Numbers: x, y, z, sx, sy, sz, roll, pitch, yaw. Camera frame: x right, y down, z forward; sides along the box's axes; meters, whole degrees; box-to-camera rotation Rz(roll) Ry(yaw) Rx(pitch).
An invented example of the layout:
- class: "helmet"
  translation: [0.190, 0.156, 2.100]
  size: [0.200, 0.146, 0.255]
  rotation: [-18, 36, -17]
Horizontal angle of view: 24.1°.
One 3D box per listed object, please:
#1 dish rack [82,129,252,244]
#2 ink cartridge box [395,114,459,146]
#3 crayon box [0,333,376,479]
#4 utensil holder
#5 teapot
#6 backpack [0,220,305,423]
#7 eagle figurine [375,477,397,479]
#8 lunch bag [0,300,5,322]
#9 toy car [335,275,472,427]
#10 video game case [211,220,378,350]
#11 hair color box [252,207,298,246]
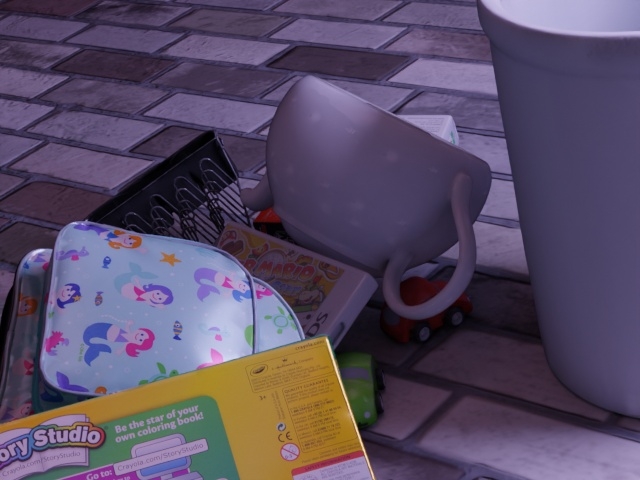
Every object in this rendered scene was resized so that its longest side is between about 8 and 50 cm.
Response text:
- class: "dish rack"
  translation: [-0.169, 0.004, 1.698]
  size: [0.208, 0.074, 0.271]
  rotation: [-36, 28, 9]
- class: "ink cartridge box"
  translation: [0.054, -0.064, 1.851]
  size: [0.181, 0.056, 0.224]
  rotation: [3, 50, 27]
- class: "crayon box"
  translation: [-0.101, 0.184, 1.007]
  size: [0.278, 0.081, 0.165]
  rotation: [-15, 61, -8]
- class: "utensil holder"
  translation: [0.328, -0.074, 1.372]
  size: [0.327, 0.385, 0.327]
  rotation: [-9, 27, 5]
- class: "teapot"
  translation: [0.044, -0.042, 1.546]
  size: [0.252, 0.187, 0.256]
  rotation: [26, 5, 1]
- class: "backpack"
  translation: [-0.133, 0.112, 1.211]
  size: [0.253, 0.191, 0.225]
  rotation: [14, 45, -15]
- class: "eagle figurine"
  translation: [-0.046, 0.285, 1.075]
  size: [0.298, 0.226, 0.225]
  rotation: [1, 10, 34]
- class: "lunch bag"
  translation: [-0.299, 0.171, 1.401]
  size: [0.287, 0.169, 0.235]
  rotation: [10, 37, 35]
- class: "toy car"
  translation: [0.034, 0.107, 1.510]
  size: [0.239, 0.053, 0.225]
  rotation: [-8, 28, 8]
- class: "video game case"
  translation: [-0.077, 0.091, 1.488]
  size: [0.227, 0.026, 0.206]
  rotation: [20, 70, 48]
- class: "hair color box"
  translation: [0.000, 0.000, 1.705]
  size: [0.141, 0.072, 0.043]
  rotation: [0, 29, 23]
